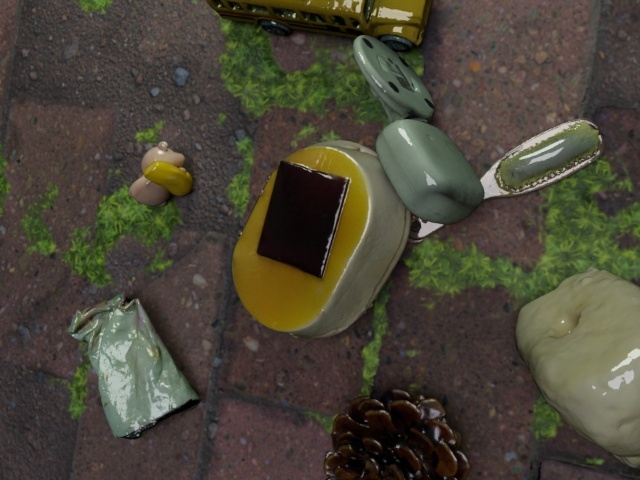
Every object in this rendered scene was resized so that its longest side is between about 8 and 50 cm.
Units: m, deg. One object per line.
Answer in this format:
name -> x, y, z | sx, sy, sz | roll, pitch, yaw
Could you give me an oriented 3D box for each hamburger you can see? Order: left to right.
hamburger -> 0.000, 0.000, 0.899 | 0.227, 0.151, 0.295 | 35, 106, 23

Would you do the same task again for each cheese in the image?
cheese -> 0.367, 0.168, 0.737 | 0.174, 0.248, 0.251 | -39, 84, 12

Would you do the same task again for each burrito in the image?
burrito -> -0.305, 0.196, 1.007 | 0.144, 0.089, 0.228 | -28, 80, -1

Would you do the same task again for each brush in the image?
brush -> 0.245, -0.083, 0.875 | 0.313, 0.067, 0.072 | -26, 81, 15

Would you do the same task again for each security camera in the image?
security camera -> 0.117, -0.156, 0.858 | 0.080, 0.157, 0.301 | -39, 61, 33

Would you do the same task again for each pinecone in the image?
pinecone -> 0.092, 0.304, 0.831 | 0.208, 0.208, 0.207 | -1, 87, 16

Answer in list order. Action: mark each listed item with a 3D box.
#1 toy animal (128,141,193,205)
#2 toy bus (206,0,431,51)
toy animal -> -0.260, -0.110, 1.022 | 0.114, 0.091, 0.081 | -41, 56, 40
toy bus -> -0.005, -0.378, 0.932 | 0.336, 0.123, 0.121 | 14, 91, 17
